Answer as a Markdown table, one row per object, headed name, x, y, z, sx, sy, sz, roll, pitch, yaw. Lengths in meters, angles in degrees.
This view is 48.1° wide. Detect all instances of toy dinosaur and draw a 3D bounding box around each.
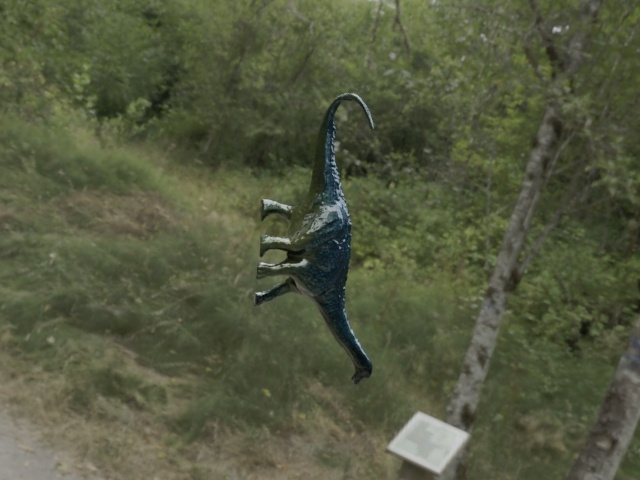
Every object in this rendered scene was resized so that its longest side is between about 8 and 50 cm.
| name | x | y | z | sx | sy | sz | roll | pitch | yaw |
| --- | --- | --- | --- | --- | --- | --- | --- | --- | --- |
| toy dinosaur | -0.011 | 0.005 | 0.881 | 0.147 | 0.363 | 0.076 | -2 | 5 | -9 |
